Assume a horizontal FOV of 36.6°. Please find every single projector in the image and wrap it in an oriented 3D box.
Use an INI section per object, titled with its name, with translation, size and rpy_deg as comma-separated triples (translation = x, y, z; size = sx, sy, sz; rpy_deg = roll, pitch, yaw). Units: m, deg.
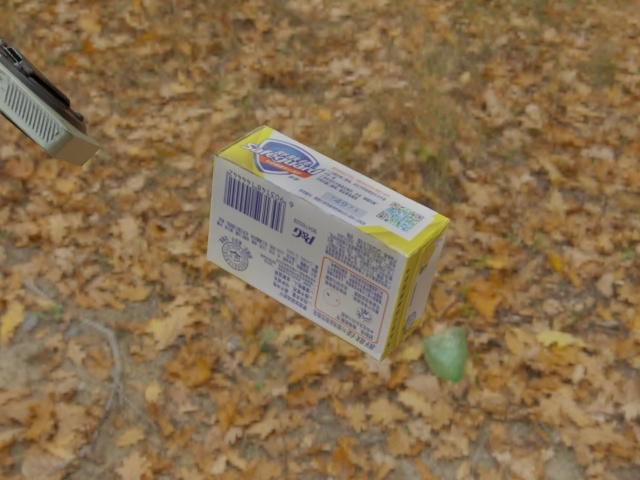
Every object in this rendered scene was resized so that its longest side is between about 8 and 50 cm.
[projector]
translation = -0.453, -0.227, 1.465
size = 0.079, 0.257, 0.259
rpy_deg = -47, 4, -1

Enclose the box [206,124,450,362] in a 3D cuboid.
[box]
translation = 0.000, 0.000, 1.114
size = 0.265, 0.168, 0.097
rpy_deg = 28, 42, 23
